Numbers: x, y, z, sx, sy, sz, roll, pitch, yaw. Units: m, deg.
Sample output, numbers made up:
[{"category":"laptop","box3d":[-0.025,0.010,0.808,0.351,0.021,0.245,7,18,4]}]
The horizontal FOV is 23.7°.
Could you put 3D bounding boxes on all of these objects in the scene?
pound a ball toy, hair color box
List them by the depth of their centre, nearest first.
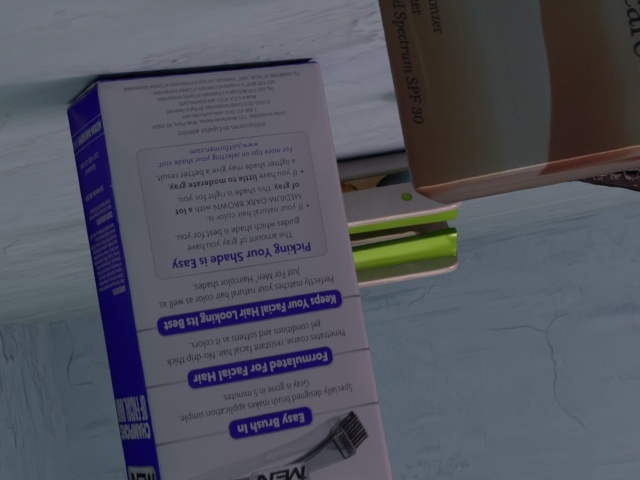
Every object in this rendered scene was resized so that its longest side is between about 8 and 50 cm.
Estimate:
[{"category":"hair color box","box3d":[-0.072,0.043,1.179,0.185,0.339,0.110,-8,174,-24]},{"category":"pound a ball toy","box3d":[0.000,0.000,1.830,0.319,0.136,0.208,-9,139,-5]}]

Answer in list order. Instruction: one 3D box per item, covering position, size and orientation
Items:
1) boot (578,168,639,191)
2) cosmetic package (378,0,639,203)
[{"category":"boot","box3d":[0.309,-0.087,1.787,0.229,0.091,0.263,-5,-176,-36]},{"category":"cosmetic package","box3d":[0.194,-0.122,0.915,0.296,0.153,0.129,-12,176,12]}]
